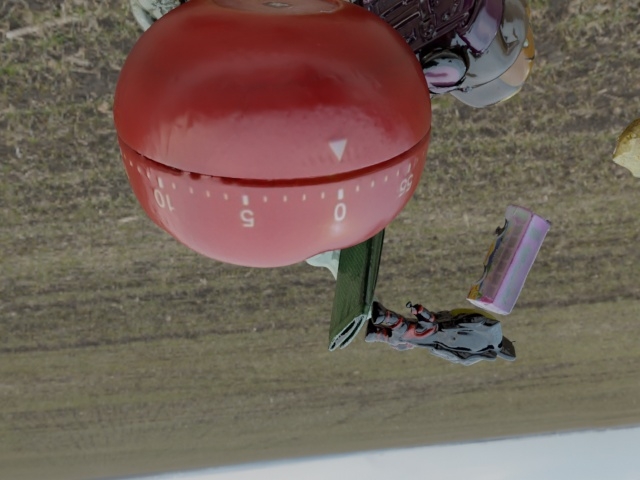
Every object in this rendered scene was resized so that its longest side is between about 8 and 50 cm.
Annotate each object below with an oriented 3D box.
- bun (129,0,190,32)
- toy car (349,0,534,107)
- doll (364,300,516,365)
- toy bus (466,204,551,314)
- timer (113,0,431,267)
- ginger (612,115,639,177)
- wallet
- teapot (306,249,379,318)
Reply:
[{"bbox_3d":[-0.195,-0.397,0.964,0.204,0.282,0.281,-8,161,16],"label":"bun"},{"bbox_3d":[0.187,-0.318,1.039,0.340,0.272,0.240,-20,150,38],"label":"toy car"},{"bbox_3d":[0.201,0.151,1.022,0.248,0.088,0.127,9,166,2],"label":"doll"},{"bbox_3d":[0.473,0.048,1.548,0.090,0.274,0.112,27,176,-20],"label":"toy bus"},{"bbox_3d":[-0.054,-0.149,0.757,0.377,0.378,0.279,-4,122,-7],"label":"timer"},{"bbox_3d":[0.383,-0.147,0.540,0.117,0.065,0.299,1,149,-18],"label":"ginger"},{"bbox_3d":[0.065,0.052,1.033,0.055,0.236,0.160,14,148,-8],"label":"wallet"},{"bbox_3d":[0.015,-0.017,1.203,0.149,0.220,0.318,-16,120,31],"label":"teapot"}]
